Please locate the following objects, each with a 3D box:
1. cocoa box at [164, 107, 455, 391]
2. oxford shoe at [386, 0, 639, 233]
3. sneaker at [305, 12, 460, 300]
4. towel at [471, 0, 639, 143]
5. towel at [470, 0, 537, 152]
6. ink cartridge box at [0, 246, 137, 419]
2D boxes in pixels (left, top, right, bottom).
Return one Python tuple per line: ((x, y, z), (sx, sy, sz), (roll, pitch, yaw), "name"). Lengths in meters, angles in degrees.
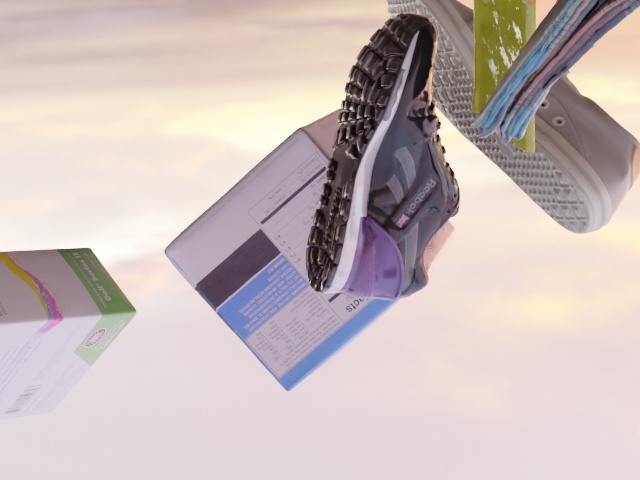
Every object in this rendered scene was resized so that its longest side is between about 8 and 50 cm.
((0.000, 0.000, 2.052), (0.231, 0.228, 0.347), (-41, 180, 14), "cocoa box")
((0.240, -0.192, 2.090), (0.130, 0.449, 0.169), (-32, 152, -17), "oxford shoe")
((0.081, -0.078, 1.596), (0.124, 0.283, 0.107), (9, -160, -21), "sneaker")
((0.254, -0.255, 1.216), (0.040, 0.370, 0.271), (35, 153, -1), "towel")
((0.161, -0.200, 1.473), (0.021, 0.237, 0.102), (-16, -145, -17), "towel")
((-0.413, 0.117, 1.954), (0.207, 0.119, 0.353), (-48, 157, 25), "ink cartridge box")
